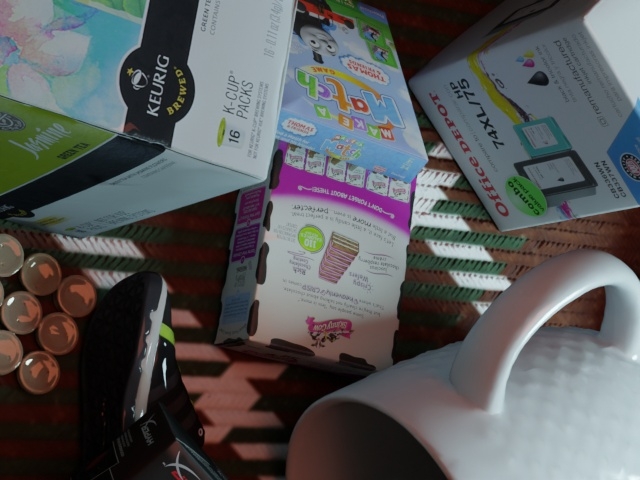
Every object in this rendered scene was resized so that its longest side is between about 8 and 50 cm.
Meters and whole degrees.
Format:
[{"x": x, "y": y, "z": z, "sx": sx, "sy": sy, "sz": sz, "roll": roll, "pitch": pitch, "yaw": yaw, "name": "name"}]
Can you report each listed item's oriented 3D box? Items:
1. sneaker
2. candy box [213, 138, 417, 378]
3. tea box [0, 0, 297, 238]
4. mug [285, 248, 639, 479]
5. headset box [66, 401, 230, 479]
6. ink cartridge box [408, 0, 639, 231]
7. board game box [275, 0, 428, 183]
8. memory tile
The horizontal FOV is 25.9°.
[{"x": -0.146, "y": 0.145, "z": 1.185, "sx": 0.097, "sy": 0.084, "sz": 0.234, "roll": 10, "pitch": 83, "yaw": -43, "name": "sneaker"}, {"x": 0.000, "y": 0.000, "z": 1.295, "sx": 0.159, "sy": 0.071, "sz": 0.233, "roll": 17, "pitch": 73, "yaw": -29, "name": "candy box"}, {"x": -0.238, "y": -0.158, "z": 1.015, "sx": 0.324, "sy": 0.329, "sz": 0.219, "roll": 16, "pitch": 75, "yaw": -30, "name": "tea box"}, {"x": 0.183, "y": 0.176, "z": 1.227, "sx": 0.328, "sy": 0.276, "sz": 0.374, "roll": -18, "pitch": 129, "yaw": -35, "name": "mug"}, {"x": -0.162, "y": 0.307, "z": 1.073, "sx": 0.293, "sy": 0.110, "sz": 0.218, "roll": -41, "pitch": 105, "yaw": -5, "name": "headset box"}, {"x": 0.270, "y": -0.153, "z": 1.373, "sx": 0.197, "sy": 0.270, "sz": 0.198, "roll": -41, "pitch": 104, "yaw": -29, "name": "ink cartridge box"}, {"x": 0.007, "y": -0.159, "z": 1.284, "sx": 0.160, "sy": 0.039, "sz": 0.211, "roll": 17, "pitch": 43, "yaw": -30, "name": "board game box"}, {"x": -0.265, "y": 0.052, "z": 1.153, "sx": 0.148, "sy": 0.012, "sz": 0.113, "roll": 32, "pitch": 67, "yaw": -24, "name": "memory tile"}]
